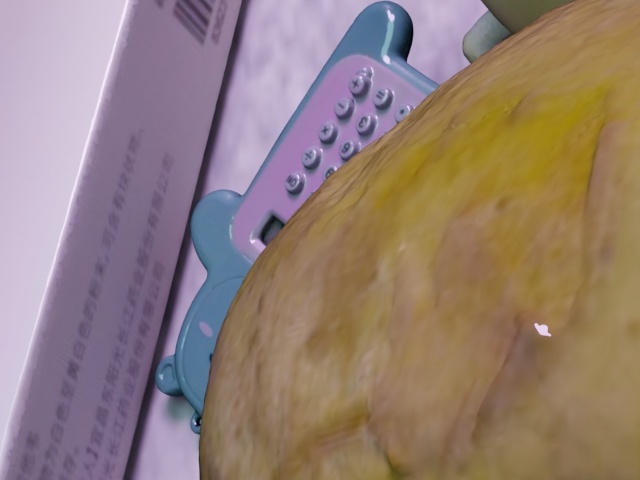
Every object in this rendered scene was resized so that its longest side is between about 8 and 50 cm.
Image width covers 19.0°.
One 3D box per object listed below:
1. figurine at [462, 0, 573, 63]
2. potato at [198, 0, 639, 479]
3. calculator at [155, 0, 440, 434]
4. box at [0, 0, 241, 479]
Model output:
[{"bbox_3d":[0.188,-0.150,0.480,0.394,0.227,0.274,-24,21,32],"label":"figurine"},{"bbox_3d":[0.093,0.039,0.398,0.266,0.229,0.229,-8,58,47],"label":"potato"},{"bbox_3d":[0.000,0.000,0.568,0.094,0.019,0.141,39,100,38],"label":"calculator"},{"bbox_3d":[-0.138,-0.011,0.645,0.200,0.065,0.343,-4,61,31],"label":"box"}]
